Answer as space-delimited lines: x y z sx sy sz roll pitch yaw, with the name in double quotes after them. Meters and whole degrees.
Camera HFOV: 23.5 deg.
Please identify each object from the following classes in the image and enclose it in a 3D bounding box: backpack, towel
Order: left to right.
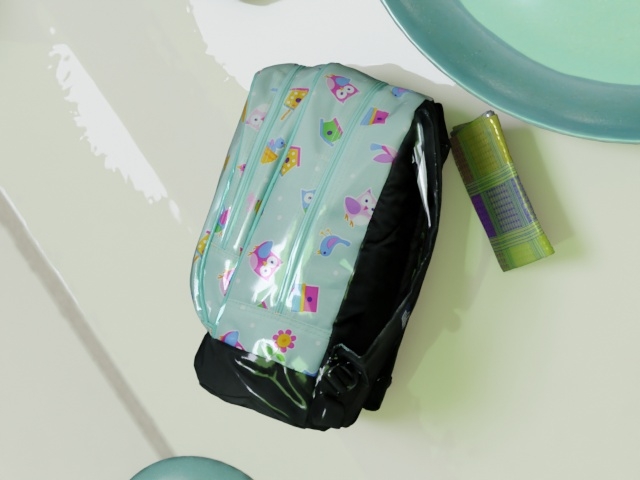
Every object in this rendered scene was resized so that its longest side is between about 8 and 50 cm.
0.000 0.000 0.794 0.115 0.152 0.182 17 89 5 "backpack"
0.094 -0.026 0.809 0.009 0.060 0.083 -22 88 -19 "towel"

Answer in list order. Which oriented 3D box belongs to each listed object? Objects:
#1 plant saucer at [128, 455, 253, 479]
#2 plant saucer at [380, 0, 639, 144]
-0.075 0.186 0.897 0.119 0.021 0.119 2 97 16 "plant saucer"
0.164 -0.208 0.773 0.317 0.043 0.318 2 97 17 "plant saucer"
